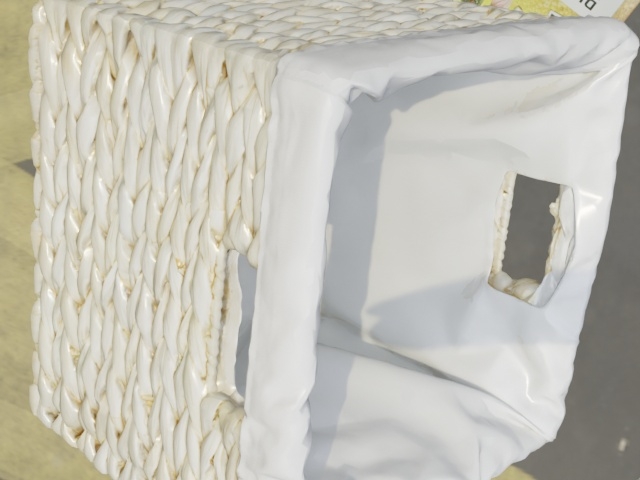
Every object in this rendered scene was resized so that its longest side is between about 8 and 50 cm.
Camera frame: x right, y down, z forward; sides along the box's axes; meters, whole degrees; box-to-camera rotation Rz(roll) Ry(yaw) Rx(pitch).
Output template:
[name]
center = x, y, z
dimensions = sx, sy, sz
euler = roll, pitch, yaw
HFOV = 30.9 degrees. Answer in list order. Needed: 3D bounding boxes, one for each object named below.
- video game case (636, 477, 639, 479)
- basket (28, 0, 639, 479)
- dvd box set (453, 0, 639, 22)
[video game case]
center = 0.360, 0.215, 0.942
dimensions = 0.232, 0.210, 0.041
euler = -25, 104, -32
[basket]
center = 0.000, 0.000, 0.777
dimensions = 0.331, 0.266, 0.328
euler = -19, 121, -48
[dvd box set]
center = 0.114, -0.221, 1.154
dimensions = 0.308, 0.420, 0.062
euler = 39, 26, 6
